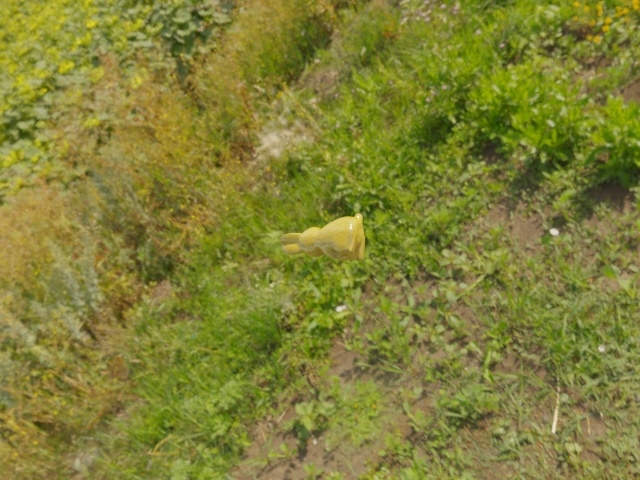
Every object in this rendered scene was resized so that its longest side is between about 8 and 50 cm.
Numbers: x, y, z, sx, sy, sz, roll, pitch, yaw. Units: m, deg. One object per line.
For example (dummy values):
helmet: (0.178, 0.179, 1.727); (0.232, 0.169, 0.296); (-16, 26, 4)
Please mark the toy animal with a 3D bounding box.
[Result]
toy animal: (0.001, -0.003, 1.028); (0.159, 0.070, 0.083); (-5, 71, 27)
